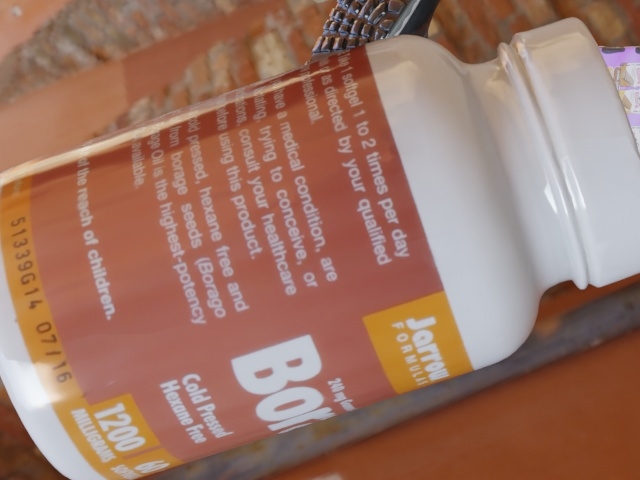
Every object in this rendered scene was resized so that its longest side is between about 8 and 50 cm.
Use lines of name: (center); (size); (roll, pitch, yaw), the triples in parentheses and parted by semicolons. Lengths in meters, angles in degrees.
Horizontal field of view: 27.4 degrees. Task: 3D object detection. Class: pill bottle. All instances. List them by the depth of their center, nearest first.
pill bottle: (0.000, 0.000, 0.462); (0.121, 0.216, 0.121); (-19, -90, -84)

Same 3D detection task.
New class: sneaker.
sneaker: (0.058, -0.157, 1.297); (0.124, 0.283, 0.107); (20, -155, -34)

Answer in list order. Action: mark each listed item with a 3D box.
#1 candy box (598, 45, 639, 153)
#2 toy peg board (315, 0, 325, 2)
candy box: (0.327, -0.084, 1.128); (0.196, 0.070, 0.164); (10, 97, 53)
toy peg board: (-0.009, -0.221, 0.715); (0.161, 0.079, 0.160); (47, 174, -13)
